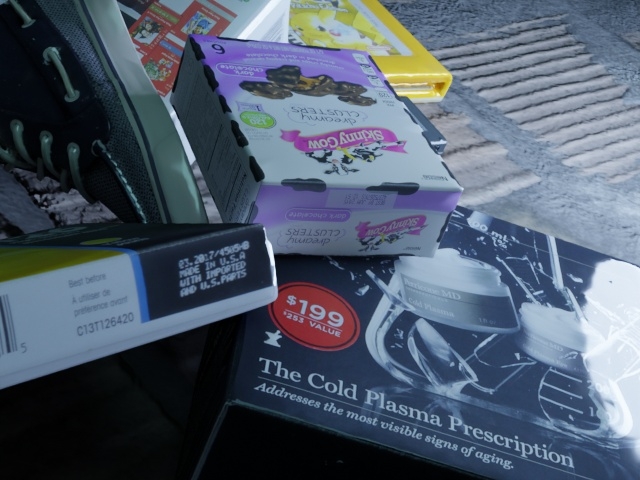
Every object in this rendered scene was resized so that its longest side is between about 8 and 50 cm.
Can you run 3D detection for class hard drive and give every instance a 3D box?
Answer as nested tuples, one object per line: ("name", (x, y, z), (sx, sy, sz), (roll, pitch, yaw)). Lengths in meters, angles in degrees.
("hard drive", (0.068, -0.132, 1.392), (0.135, 0.022, 0.094), (-7, 45, -36))

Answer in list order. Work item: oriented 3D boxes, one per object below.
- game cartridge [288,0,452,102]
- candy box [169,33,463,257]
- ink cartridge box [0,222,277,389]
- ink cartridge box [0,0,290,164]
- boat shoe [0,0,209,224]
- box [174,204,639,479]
("game cartridge", (-0.031, -0.280, 1.502), (0.285, 0.052, 0.323), (-7, 47, -37))
("candy box", (-0.008, -0.074, 0.926), (0.165, 0.070, 0.196), (1, 39, -27))
("ink cartridge box", (-0.241, 0.041, 0.794), (0.307, 0.072, 0.304), (2, 14, 44))
("ink cartridge box", (-0.231, -0.208, 1.187), (0.309, 0.130, 0.272), (33, 64, 11))
("boat shoe", (-0.202, -0.075, 0.992), (0.158, 0.127, 0.340), (-21, 58, -10))
("box", (0.080, 0.123, 0.934), (0.343, 0.179, 0.312), (18, 34, -9))
